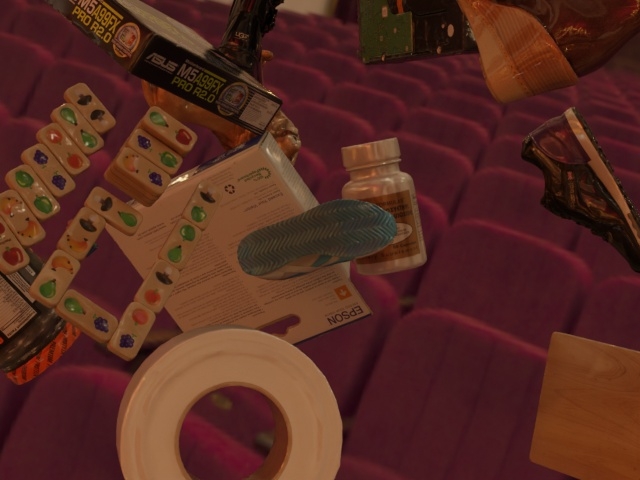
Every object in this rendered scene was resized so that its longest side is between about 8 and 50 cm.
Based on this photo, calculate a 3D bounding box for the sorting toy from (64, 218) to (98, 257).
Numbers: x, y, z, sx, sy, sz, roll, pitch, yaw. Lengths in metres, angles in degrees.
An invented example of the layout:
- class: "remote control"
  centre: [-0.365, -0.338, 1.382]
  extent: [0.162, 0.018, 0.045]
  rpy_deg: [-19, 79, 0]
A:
- class: "sorting toy"
  centre: [-0.396, 0.005, 1.849]
  extent: [0.061, 0.042, 0.102]
  rpy_deg: [45, 13, -16]

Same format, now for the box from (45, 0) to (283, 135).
- class: "box"
  centre: [-0.201, -0.247, 1.482]
  extent: [0.216, 0.060, 0.270]
  rpy_deg: [42, 12, 34]

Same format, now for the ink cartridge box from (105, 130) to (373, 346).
- class: "ink cartridge box"
  centre: [-0.126, 0.030, 1.818]
  extent: [0.324, 0.330, 0.071]
  rpy_deg: [-23, 23, 28]

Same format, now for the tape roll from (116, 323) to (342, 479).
- class: "tape roll"
  centre: [-0.117, 0.251, 1.466]
  extent: [0.286, 0.286, 0.100]
  rpy_deg: [13, -4, -13]

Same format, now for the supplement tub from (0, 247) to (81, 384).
- class: "supplement tub"
  centre: [-0.590, 0.080, 2.016]
  extent: [0.338, 0.207, 0.207]
  rpy_deg: [51, 2, -17]

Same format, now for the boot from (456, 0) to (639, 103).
- class: "boot"
  centre: [0.228, -0.247, 1.043]
  extent: [0.090, 0.206, 0.248]
  rpy_deg: [42, 28, -43]

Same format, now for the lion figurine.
- class: "lion figurine"
  centre: [-0.212, -0.266, 2.193]
  extent: [0.392, 0.240, 0.142]
  rpy_deg: [14, -7, -20]

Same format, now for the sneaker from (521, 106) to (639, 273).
- class: "sneaker"
  centre: [0.421, -0.061, 1.817]
  extent: [0.283, 0.124, 0.107]
  rpy_deg: [62, 18, 6]

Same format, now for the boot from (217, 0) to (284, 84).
- class: "boot"
  centre: [-0.110, -0.344, 1.893]
  extent: [0.094, 0.207, 0.246]
  rpy_deg: [19, -14, 1]

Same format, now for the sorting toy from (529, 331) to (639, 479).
- class: "sorting toy"
  centre: [0.536, 0.322, 2.139]
  extent: [0.089, 0.256, 0.257]
  rpy_deg: [9, 2, -38]

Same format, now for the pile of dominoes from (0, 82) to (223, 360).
- class: "pile of dominoes"
  centre: [-0.206, -0.034, 1.117]
  extent: [0.196, 0.040, 0.251]
  rpy_deg: [35, 49, -13]

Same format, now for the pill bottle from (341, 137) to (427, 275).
- class: "pill bottle"
  centre: [0.107, -0.061, 2.027]
  extent: [0.131, 0.229, 0.131]
  rpy_deg: [-11, 5, 1]

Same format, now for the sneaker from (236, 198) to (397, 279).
- class: "sneaker"
  centre: [0.000, 0.000, 1.632]
  extent: [0.228, 0.087, 0.092]
  rpy_deg: [-12, -11, 13]

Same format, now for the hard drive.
- class: "hard drive"
  centre: [0.151, -0.393, 1.741]
  extent: [0.064, 0.237, 0.339]
  rpy_deg: [-5, 6, -25]
